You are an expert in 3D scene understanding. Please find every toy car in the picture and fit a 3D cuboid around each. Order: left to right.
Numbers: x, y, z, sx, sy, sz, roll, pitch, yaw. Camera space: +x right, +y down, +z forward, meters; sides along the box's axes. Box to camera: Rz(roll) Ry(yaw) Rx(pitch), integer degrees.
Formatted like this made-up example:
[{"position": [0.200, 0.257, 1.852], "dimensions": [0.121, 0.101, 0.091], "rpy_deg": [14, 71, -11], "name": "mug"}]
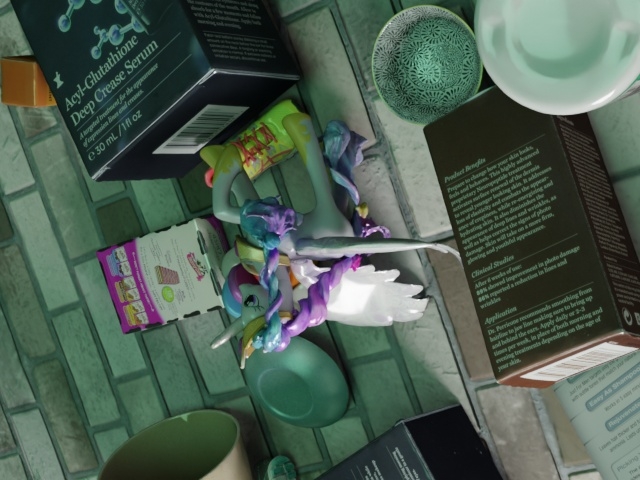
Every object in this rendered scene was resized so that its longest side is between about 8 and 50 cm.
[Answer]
[{"position": [-0.088, 0.060, 1.813], "dimensions": [0.159, 0.136, 0.182], "rpy_deg": [51, 121, 9], "name": "toy car"}]

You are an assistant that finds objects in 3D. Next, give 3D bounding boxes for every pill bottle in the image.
[{"position": [0.339, -0.268, 1.353], "dimensions": [0.204, 0.361, 0.204], "rpy_deg": [8, 106, 28], "name": "pill bottle"}]

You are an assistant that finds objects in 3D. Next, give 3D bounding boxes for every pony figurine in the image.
[{"position": [0.000, 0.000, 1.645], "dimensions": [0.303, 0.351, 0.363], "rpy_deg": [104, 159, -62], "name": "pony figurine"}]

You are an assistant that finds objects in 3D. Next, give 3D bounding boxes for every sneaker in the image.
[{"position": [-0.105, -0.142, 1.799], "dimensions": [0.208, 0.094, 0.081], "rpy_deg": [-44, 77, 29], "name": "sneaker"}, {"position": [-0.073, 0.446, 1.954], "dimensions": [0.076, 0.065, 0.166], "rpy_deg": [-3, 97, 47], "name": "sneaker"}]

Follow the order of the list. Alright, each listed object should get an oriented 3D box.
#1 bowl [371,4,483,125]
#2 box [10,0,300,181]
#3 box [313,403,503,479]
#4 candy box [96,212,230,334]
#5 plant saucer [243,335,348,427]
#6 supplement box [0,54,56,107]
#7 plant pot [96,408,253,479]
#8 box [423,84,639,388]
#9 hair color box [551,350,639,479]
[{"position": [0.165, -0.251, 1.623], "dimensions": [0.170, 0.080, 0.170], "rpy_deg": [7, 105, 28], "name": "bowl"}, {"position": [-0.268, -0.333, 1.743], "dimensions": [0.293, 0.212, 0.395], "rpy_deg": [-36, 73, 32], "name": "box"}, {"position": [0.141, 0.476, 1.725], "dimensions": [0.312, 0.179, 0.343], "rpy_deg": [-39, 70, 31], "name": "box"}, {"position": [-0.258, 0.058, 1.950], "dimensions": [0.233, 0.071, 0.159], "rpy_deg": [-16, 93, 33], "name": "candy box"}, {"position": [-0.049, 0.240, 1.860], "dimensions": [0.195, 0.037, 0.195], "rpy_deg": [14, 126, 20], "name": "plant saucer"}, {"position": [-0.417, -0.268, 1.866], "dimensions": [0.080, 0.233, 0.078], "rpy_deg": [9, 106, 25], "name": "supplement box"}, {"position": [-0.211, 0.475, 1.943], "dimensions": [0.256, 0.256, 0.274], "rpy_deg": [-7, 115, 31], "name": "plant pot"}, {"position": [0.287, -0.014, 1.500], "dimensions": [0.191, 0.143, 0.381], "rpy_deg": [-28, 65, 33], "name": "box"}, {"position": [0.447, 0.241, 1.479], "dimensions": [0.185, 0.114, 0.374], "rpy_deg": [-45, 54, 30], "name": "hair color box"}]
